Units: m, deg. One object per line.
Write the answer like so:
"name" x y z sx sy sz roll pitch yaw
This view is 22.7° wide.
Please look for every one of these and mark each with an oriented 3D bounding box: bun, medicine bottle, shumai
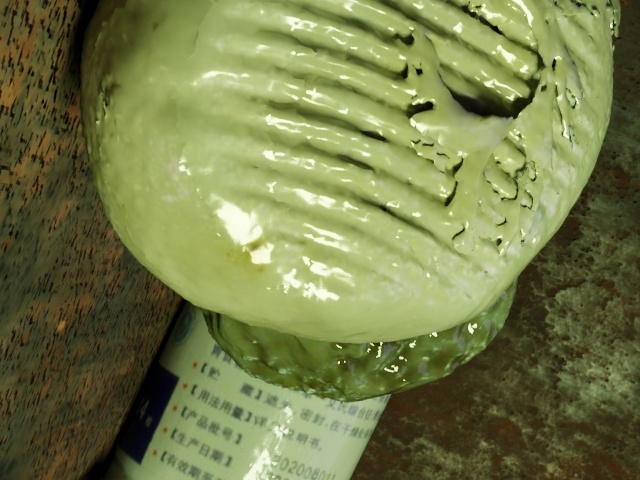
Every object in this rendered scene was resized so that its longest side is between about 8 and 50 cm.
"bun" 0.012 -0.077 0.763 0.168 0.273 0.273 1 -120 57
"medicine bottle" -0.029 0.095 1.337 0.332 0.190 0.190 -64 175 0
"shumai" 0.001 0.000 1.125 0.218 0.256 0.189 40 39 -58
